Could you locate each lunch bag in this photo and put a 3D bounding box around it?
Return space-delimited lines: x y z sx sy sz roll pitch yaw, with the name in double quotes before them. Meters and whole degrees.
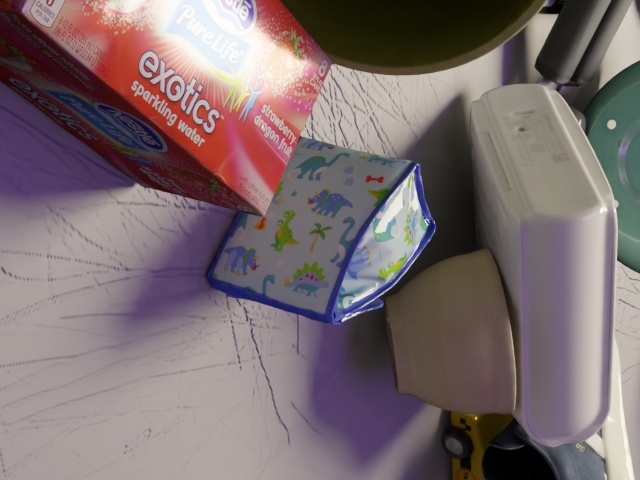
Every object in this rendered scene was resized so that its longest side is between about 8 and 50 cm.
"lunch bag" 0.000 0.000 0.941 0.151 0.128 0.096 -49 137 -33

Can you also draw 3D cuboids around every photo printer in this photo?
"photo printer" 0.221 0.033 1.173 0.256 0.107 0.308 -97 179 -56

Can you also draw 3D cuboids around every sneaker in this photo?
"sneaker" 0.251 0.199 1.292 0.131 0.148 0.350 98 -5 -47

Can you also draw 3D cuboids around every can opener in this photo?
"can opener" 0.279 -0.186 1.249 0.074 0.093 0.280 -6 126 -43

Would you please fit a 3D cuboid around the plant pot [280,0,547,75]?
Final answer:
"plant pot" 0.088 -0.305 0.870 0.293 0.274 0.275 -53 142 -52

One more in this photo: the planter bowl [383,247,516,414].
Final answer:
"planter bowl" 0.120 0.095 1.130 0.162 0.109 0.162 171 -90 -90

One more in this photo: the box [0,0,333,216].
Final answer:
"box" -0.117 -0.132 0.734 0.257 0.122 0.128 42 67 -52

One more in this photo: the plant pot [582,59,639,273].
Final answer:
"plant pot" 0.414 -0.085 1.311 0.235 0.293 0.293 0 102 -63

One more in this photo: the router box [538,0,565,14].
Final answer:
"router box" 0.257 -0.310 1.252 0.179 0.046 0.133 -12 112 -52

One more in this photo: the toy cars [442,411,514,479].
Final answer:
"toy cars" 0.168 0.359 1.341 0.176 0.087 0.394 31 77 -54
